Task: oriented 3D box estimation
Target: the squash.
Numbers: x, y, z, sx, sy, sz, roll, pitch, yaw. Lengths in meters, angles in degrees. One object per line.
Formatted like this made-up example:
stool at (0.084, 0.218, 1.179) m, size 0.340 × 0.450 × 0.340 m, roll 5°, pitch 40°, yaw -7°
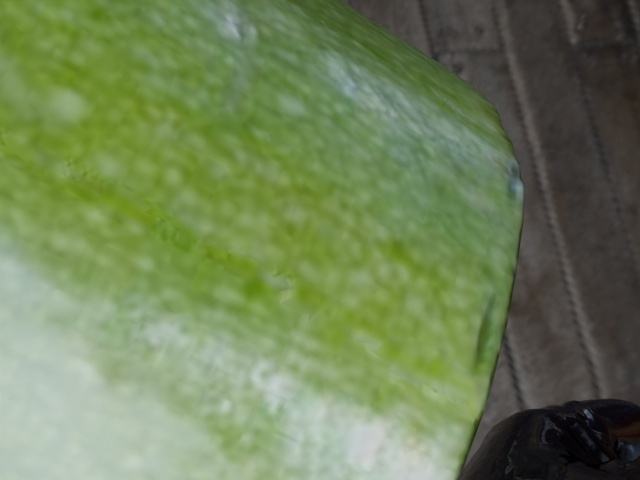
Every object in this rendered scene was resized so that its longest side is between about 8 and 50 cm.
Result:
squash at (-0.167, -0.021, 0.436) m, size 0.384 × 0.263 × 0.263 m, roll 27°, pitch 65°, yaw -19°

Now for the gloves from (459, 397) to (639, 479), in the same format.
gloves at (0.136, 0.149, 0.735) m, size 0.301 × 0.197 × 0.152 m, roll 3°, pitch 41°, yaw -48°
